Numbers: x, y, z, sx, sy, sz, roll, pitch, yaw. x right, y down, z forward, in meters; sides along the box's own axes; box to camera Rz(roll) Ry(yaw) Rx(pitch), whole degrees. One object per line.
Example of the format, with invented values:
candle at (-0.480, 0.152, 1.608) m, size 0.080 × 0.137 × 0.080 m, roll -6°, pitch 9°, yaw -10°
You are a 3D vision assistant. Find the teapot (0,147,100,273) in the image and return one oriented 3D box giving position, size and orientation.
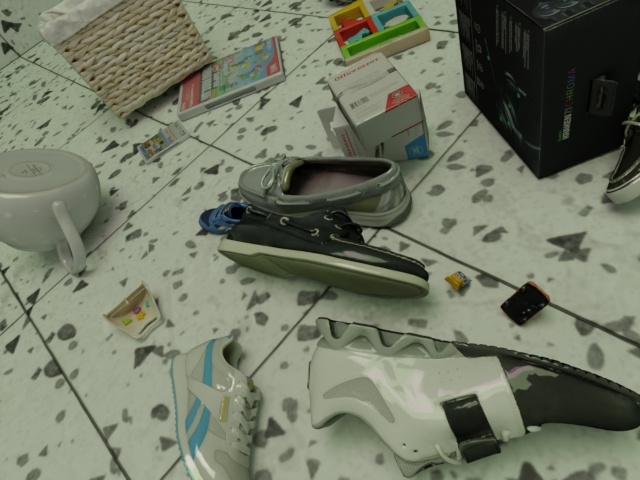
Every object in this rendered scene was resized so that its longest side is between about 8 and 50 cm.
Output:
teapot at (-0.570, -0.061, 0.916) m, size 0.253 × 0.187 × 0.256 m, roll 5°, pitch 33°, yaw -6°

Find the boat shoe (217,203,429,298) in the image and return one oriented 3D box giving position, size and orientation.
boat shoe at (0.002, 0.002, 0.648) m, size 0.340 × 0.127 × 0.113 m, roll 6°, pitch 68°, yaw 39°

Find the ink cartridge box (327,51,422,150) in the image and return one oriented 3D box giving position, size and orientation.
ink cartridge box at (0.081, -0.217, 0.694) m, size 0.099 × 0.056 × 0.135 m, roll -26°, pitch 51°, yaw 5°

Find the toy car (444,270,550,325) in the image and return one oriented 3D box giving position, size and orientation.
toy car at (0.223, 0.054, 0.559) m, size 0.122 × 0.060 × 0.041 m, roll 33°, pitch 40°, yaw 32°

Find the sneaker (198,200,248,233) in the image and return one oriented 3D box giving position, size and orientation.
sneaker at (-0.163, -0.044, 0.800) m, size 0.144 × 0.059 × 0.053 m, roll 4°, pitch 58°, yaw 27°

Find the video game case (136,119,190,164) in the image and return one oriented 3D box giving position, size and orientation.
video game case at (-0.379, -0.238, 1.082) m, size 0.122 × 0.011 × 0.087 m, roll -36°, pitch 49°, yaw -7°

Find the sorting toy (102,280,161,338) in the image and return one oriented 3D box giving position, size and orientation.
sorting toy at (-0.300, 0.123, 0.741) m, size 0.083 × 0.044 × 0.075 m, roll -44°, pitch 57°, yaw -14°

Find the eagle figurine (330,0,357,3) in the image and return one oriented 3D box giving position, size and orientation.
eagle figurine at (0.156, -0.764, 1.186) m, size 0.226 × 0.225 × 0.298 m, roll -14°, pitch -4°, yaw -42°

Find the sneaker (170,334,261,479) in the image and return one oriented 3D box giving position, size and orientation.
sneaker at (-0.119, 0.217, 0.555) m, size 0.092 × 0.087 × 0.228 m, roll -28°, pitch 50°, yaw -2°

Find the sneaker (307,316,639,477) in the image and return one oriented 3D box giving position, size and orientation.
sneaker at (0.141, 0.177, 0.469) m, size 0.331 × 0.122 × 0.146 m, roll 4°, pitch 73°, yaw 25°

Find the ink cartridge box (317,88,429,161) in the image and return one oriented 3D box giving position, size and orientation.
ink cartridge box at (0.089, -0.186, 0.774) m, size 0.180 × 0.104 × 0.060 m, roll -6°, pitch 55°, yaw 20°

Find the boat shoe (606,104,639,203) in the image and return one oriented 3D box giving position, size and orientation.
boat shoe at (0.432, -0.145, 0.584) m, size 0.070 × 0.078 × 0.219 m, roll 39°, pitch 84°, yaw -1°

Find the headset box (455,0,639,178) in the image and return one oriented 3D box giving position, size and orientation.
headset box at (0.314, -0.268, 0.645) m, size 0.131 × 0.246 × 0.283 m, roll -22°, pitch 47°, yaw 7°

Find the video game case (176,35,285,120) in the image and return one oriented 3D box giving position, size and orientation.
video game case at (-0.233, -0.421, 1.156) m, size 0.285 × 0.025 × 0.204 m, roll -18°, pitch 48°, yaw 9°

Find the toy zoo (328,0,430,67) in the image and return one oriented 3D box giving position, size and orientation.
toy zoo at (0.126, -0.522, 1.076) m, size 0.193 × 0.030 × 0.293 m, roll -19°, pitch 48°, yaw 8°

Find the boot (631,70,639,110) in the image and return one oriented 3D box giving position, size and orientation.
boot at (0.469, -0.251, 0.704) m, size 0.099 × 0.045 × 0.121 m, roll -24°, pitch 48°, yaw 9°

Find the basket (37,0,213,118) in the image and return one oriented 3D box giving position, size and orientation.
basket at (-0.520, -0.543, 1.197) m, size 0.331 × 0.266 × 0.328 m, roll -36°, pitch 42°, yaw -8°

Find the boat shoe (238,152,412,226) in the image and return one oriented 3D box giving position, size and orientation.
boat shoe at (-0.010, -0.098, 0.747) m, size 0.321 × 0.103 × 0.118 m, roll 12°, pitch 59°, yaw 31°
